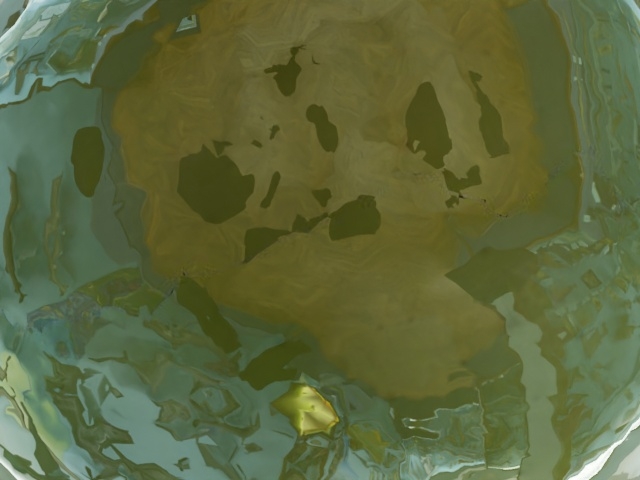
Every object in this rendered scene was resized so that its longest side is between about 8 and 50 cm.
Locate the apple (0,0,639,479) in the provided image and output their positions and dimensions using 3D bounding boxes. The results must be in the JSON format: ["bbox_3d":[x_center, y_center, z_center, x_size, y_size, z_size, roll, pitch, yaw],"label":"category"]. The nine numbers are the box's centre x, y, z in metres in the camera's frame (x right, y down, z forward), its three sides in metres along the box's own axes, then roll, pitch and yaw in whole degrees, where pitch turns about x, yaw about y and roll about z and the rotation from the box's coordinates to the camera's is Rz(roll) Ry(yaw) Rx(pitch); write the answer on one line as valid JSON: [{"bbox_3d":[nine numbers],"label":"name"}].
[{"bbox_3d":[0.000,0.000,0.659,0.357,0.357,0.357,1,-115,-3],"label":"apple"}]
